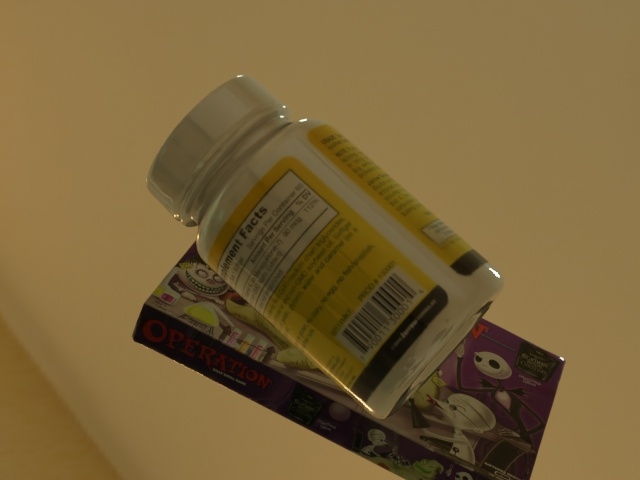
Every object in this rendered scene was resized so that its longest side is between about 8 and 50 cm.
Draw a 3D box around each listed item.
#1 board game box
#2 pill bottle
[{"bbox_3d":[0.034,0.095,1.201,0.346,0.208,0.056,26,-60,4],"label":"board game box"},{"bbox_3d":[0.000,0.000,0.854,0.208,0.119,0.119,42,-49,11],"label":"pill bottle"}]
